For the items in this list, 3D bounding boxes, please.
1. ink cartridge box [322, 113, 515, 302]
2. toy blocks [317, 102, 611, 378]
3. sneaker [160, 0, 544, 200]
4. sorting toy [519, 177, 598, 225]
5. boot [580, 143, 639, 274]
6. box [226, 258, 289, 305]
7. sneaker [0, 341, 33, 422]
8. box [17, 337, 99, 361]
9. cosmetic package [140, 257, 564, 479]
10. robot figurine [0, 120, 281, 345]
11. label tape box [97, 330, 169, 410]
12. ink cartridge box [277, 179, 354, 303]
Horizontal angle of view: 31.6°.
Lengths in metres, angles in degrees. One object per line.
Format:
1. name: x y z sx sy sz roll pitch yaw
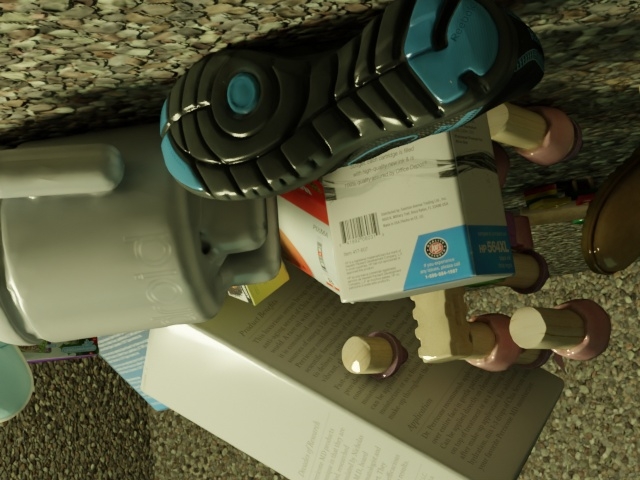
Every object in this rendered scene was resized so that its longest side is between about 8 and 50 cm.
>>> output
1. ink cartridge box: 0.083 -0.054 1.044 0.148 0.203 0.085 -13 171 37
2. toy blocks: 0.179 0.016 1.298 0.308 0.289 0.260 -17 165 38
3. sneaker: 0.019 -0.106 0.921 0.340 0.125 0.139 -10 176 33
4. sorting toy: 0.372 -0.061 1.746 0.132 0.046 0.274 -8 172 9
5. boot: 0.437 -0.048 1.228 0.089 0.236 0.269 40 167 -29
6. box: -0.137 0.001 1.311 0.058 0.087 0.232 -37 -147 -27
7. sneaker: -0.426 0.083 1.145 0.366 0.135 0.150 44 165 -31
8. box: -0.411 0.048 1.303 0.293 0.201 0.057 -2 171 -28
9. cosmetic package: 0.035 0.177 1.373 0.453 0.162 0.230 28 -141 16
10. robot figurine: -0.220 -0.007 1.108 0.353 0.200 0.300 -8 149 6
11. label tape box: -0.274 0.081 1.620 0.115 0.348 0.249 -49 -166 -31
12. ink cartridge box: -0.027 -0.022 1.195 0.145 0.045 0.179 32 165 38
